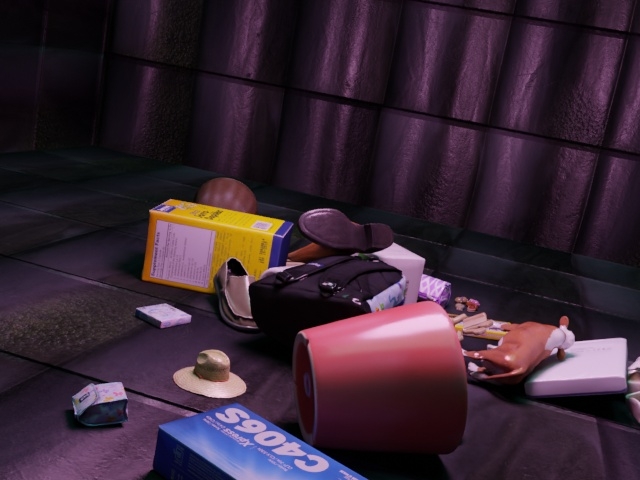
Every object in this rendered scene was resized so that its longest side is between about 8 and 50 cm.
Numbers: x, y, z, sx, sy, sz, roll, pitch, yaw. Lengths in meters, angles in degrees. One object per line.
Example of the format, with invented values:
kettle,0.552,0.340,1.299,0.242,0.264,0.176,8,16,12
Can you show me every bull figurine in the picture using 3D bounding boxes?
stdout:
bull figurine,0.453,0.247,1.794,0.189,0.101,0.310,-2,9,38

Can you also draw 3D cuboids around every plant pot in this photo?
plant pot,-0.319,-0.058,2.483,0.216,0.215,0.230,10,26,-3
plant pot,0.088,0.242,1.335,0.243,0.274,0.275,-2,15,-13

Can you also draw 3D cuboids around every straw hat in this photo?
straw hat,-0.206,0.243,1.491,0.145,0.061,0.144,10,13,-2

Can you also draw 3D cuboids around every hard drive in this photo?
hard drive,0.605,0.294,1.819,0.210,0.040,0.319,-9,5,23

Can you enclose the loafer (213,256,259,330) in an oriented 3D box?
loafer,-0.200,0.126,1.880,0.094,0.087,0.251,3,30,-30

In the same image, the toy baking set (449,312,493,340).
toy baking set,0.294,0.223,1.856,0.256,0.030,0.197,-22,2,-10

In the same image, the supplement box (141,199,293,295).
supplement box,-0.272,0.027,2.091,0.357,0.194,0.195,11,13,4

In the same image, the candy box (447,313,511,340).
candy box,0.432,0.237,2.117,0.206,0.027,0.105,9,16,-7

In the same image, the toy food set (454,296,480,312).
toy food set,0.444,0.191,2.348,0.078,0.019,0.122,11,12,3

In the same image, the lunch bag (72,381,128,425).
lunch bag,-0.362,0.268,1.278,0.083,0.053,0.071,-4,16,-21

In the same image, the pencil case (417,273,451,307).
pencil case,0.288,0.141,2.313,0.206,0.086,0.088,16,37,32

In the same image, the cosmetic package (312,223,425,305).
cosmetic package,0.115,0.086,2.147,0.155,0.196,0.366,2,13,-29

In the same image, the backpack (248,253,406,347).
backpack,0.051,0.144,1.786,0.290,0.273,0.355,7,25,26

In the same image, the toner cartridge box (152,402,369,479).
toner cartridge box,-0.065,0.348,1.107,0.348,0.075,0.165,20,17,37

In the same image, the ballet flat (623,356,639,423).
ballet flat,0.743,0.337,1.740,0.139,0.139,0.400,12,13,8

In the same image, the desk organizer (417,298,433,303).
desk organizer,0.271,0.192,2.132,0.047,0.050,0.130,15,13,19

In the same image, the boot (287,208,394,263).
boot,0.000,0.000,1.939,0.264,0.096,0.280,1,-12,-34

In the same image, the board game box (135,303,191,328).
board game box,-0.359,0.172,1.779,0.090,0.020,0.090,19,15,35

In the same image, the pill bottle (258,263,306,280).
pill bottle,-0.042,0.126,1.985,0.131,0.131,0.229,20,15,37

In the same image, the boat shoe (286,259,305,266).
boat shoe,-0.136,0.070,2.250,0.285,0.089,0.105,15,13,21
